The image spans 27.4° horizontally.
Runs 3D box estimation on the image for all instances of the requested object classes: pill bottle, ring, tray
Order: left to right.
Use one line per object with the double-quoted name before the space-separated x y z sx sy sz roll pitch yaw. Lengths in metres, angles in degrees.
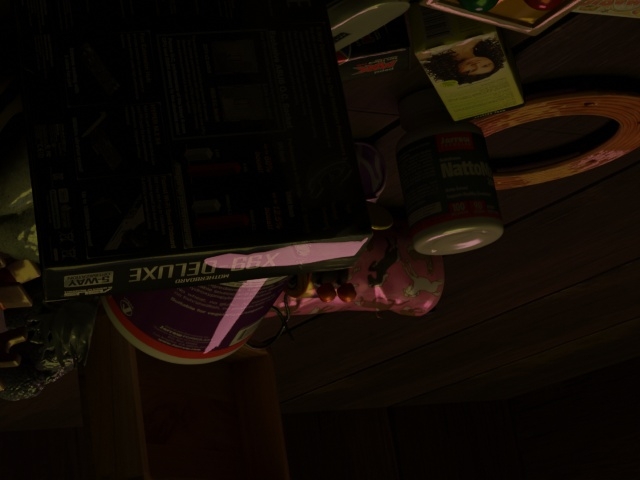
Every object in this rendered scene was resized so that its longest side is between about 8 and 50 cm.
"tray" -0.156 0.205 1.572 0.076 0.203 0.411 -14 164 18
"pill bottle" -0.096 -0.023 1.279 0.181 0.181 0.323 -2 149 -26
"pill bottle" 0.145 -0.082 1.534 0.108 0.180 0.108 -9 164 -3
"ring" 0.280 -0.134 1.718 0.336 0.032 0.336 -10 165 -3

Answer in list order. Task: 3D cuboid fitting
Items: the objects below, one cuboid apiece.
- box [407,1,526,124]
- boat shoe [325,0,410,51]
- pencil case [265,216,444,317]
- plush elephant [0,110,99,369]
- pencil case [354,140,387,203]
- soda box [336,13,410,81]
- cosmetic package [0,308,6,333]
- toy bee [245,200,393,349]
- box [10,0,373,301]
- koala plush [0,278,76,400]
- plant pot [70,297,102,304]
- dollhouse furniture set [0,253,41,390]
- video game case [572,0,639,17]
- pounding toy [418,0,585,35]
"box" 0.157 -0.191 1.386 0.087 0.058 0.232 -14 165 14
"boat shoe" -0.019 -0.204 1.210 0.219 0.070 0.078 -22 168 27
"pencil case" -0.006 0.046 1.955 0.386 0.167 0.160 -1 -165 -28
"plush elephant" -0.312 -0.062 1.223 0.255 0.330 0.272 12 168 -9
"pencil case" 0.037 -0.059 1.727 0.086 0.088 0.206 -10 164 -6
"soda box" 0.003 -0.189 1.306 0.169 0.053 0.060 -11 165 2
"cosmetic package" -0.559 0.108 1.828 0.183 0.151 0.151 -15 165 19
"toy bee" 0.000 0.000 1.489 0.195 0.298 0.162 -22 -152 -23
"box" -0.109 -0.119 1.015 0.242 0.307 0.076 -6 160 -14
"koala plush" -0.365 0.114 1.943 0.221 0.196 0.203 -20 173 30
"plant pot" -0.204 0.014 1.623 0.291 0.203 0.291 -8 165 -2
"dollhouse furniture set" -0.481 0.070 1.618 0.135 0.262 0.259 -13 131 16
"video game case" 0.333 -0.272 1.265 0.227 0.026 0.206 -1 162 -29
"pounding toy" 0.210 -0.252 1.089 0.181 0.094 0.206 9 157 -28
